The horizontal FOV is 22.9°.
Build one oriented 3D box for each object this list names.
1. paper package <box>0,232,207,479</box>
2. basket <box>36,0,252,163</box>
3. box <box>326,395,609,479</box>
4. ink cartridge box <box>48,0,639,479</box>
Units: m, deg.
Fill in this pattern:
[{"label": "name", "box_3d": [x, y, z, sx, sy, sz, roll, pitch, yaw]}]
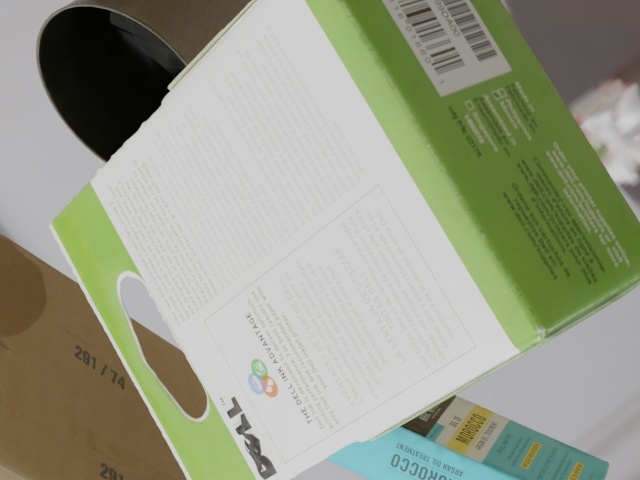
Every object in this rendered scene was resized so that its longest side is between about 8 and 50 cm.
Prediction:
[{"label": "paper package", "box_3d": [-0.235, 0.195, 1.396, 0.325, 0.168, 0.309, 37, -155, -32]}, {"label": "basket", "box_3d": [-0.152, -0.199, 1.552, 0.204, 0.154, 0.227, 52, -146, -22]}, {"label": "box", "box_3d": [0.111, 0.179, 1.323, 0.244, 0.060, 0.100, 23, -158, 13]}, {"label": "ink cartridge box", "box_3d": [0.000, 0.000, 0.746, 0.255, 0.097, 0.189, -38, 80, 45]}]
